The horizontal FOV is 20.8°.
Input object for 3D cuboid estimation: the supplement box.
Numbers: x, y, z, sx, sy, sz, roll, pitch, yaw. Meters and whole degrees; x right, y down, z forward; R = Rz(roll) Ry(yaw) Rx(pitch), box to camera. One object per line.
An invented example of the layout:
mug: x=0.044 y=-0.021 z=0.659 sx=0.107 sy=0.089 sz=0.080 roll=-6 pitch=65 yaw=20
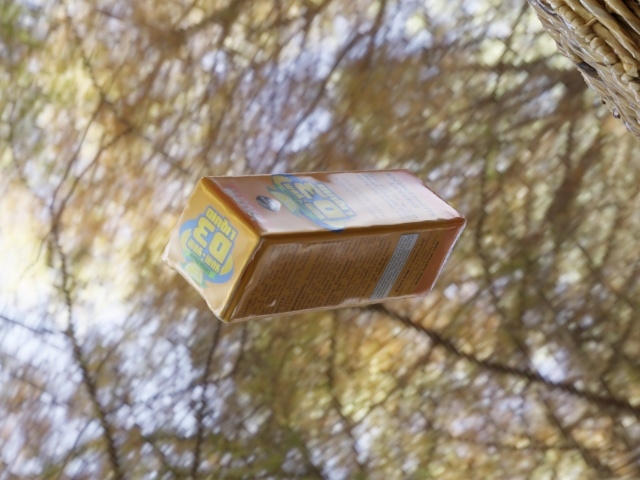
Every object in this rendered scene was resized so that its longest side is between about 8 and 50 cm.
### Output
supplement box: x=0.000 y=0.000 z=1.268 sx=0.233 sy=0.080 sz=0.078 roll=-8 pitch=-138 yaw=-48

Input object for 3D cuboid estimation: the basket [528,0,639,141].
basket: x=0.309 y=-0.149 z=1.255 sx=0.213 sy=0.223 sz=0.299 roll=-41 pitch=-115 yaw=6
